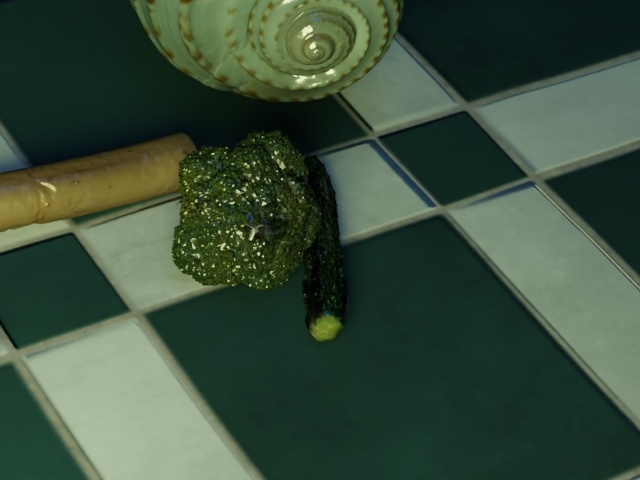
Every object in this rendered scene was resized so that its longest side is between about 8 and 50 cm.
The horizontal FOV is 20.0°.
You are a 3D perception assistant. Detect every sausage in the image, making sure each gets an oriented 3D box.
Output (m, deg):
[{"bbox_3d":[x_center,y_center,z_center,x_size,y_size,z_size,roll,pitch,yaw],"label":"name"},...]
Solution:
[{"bbox_3d":[-0.259,-0.052,1.806,0.301,0.066,0.066,-15,50,-26],"label":"sausage"}]

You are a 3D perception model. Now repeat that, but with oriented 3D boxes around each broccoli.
[{"bbox_3d":[-0.072,-0.031,1.775,0.146,0.162,0.138,9,12,-19],"label":"broccoli"}]

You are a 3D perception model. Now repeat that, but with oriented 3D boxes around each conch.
[{"bbox_3d":[-0.074,-0.262,1.971,0.303,0.215,0.319,3,12,-19],"label":"conch"}]

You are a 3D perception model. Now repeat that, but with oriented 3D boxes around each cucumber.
[{"bbox_3d":[0.000,-0.001,1.831,0.044,0.043,0.256,8,42,-13],"label":"cucumber"}]
